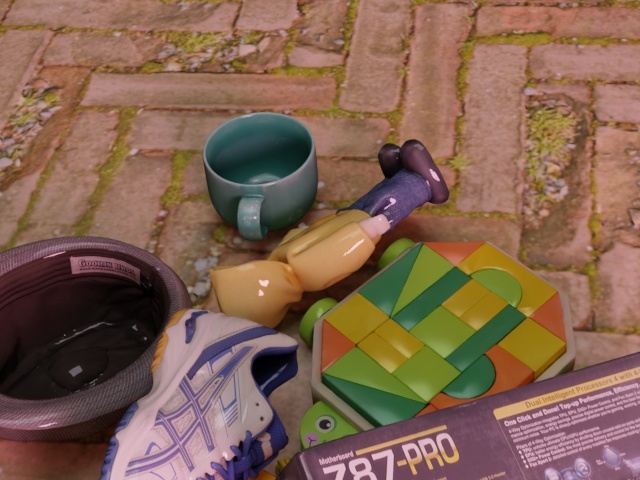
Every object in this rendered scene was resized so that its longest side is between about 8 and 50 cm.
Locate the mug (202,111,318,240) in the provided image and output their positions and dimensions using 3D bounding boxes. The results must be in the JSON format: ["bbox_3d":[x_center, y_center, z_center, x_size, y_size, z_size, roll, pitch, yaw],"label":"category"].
[{"bbox_3d":[-0.075,-0.064,1.305,0.129,0.097,0.158,28,54,28],"label":"mug"}]

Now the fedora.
[{"bbox_3d":[-0.261,0.117,1.136,0.243,0.124,0.275,35,50,28],"label":"fedora"}]

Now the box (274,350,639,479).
[{"bbox_3d":[0.199,0.260,0.828,0.395,0.097,0.318,-12,68,-24],"label":"box"}]

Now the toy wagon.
[{"bbox_3d":[0.099,0.135,1.133,0.344,0.068,0.267,-36,55,-26],"label":"toy wagon"}]

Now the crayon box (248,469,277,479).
[{"bbox_3d":[-0.145,0.307,0.982,0.165,0.081,0.278,24,53,23],"label":"crayon box"}]

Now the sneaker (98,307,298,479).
[{"bbox_3d":[-0.098,0.176,0.971,0.131,0.112,0.296,7,47,10],"label":"sneaker"}]

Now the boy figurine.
[{"bbox_3d":[0.000,0.000,1.226,0.285,0.092,0.177,-34,14,-20],"label":"boy figurine"}]
